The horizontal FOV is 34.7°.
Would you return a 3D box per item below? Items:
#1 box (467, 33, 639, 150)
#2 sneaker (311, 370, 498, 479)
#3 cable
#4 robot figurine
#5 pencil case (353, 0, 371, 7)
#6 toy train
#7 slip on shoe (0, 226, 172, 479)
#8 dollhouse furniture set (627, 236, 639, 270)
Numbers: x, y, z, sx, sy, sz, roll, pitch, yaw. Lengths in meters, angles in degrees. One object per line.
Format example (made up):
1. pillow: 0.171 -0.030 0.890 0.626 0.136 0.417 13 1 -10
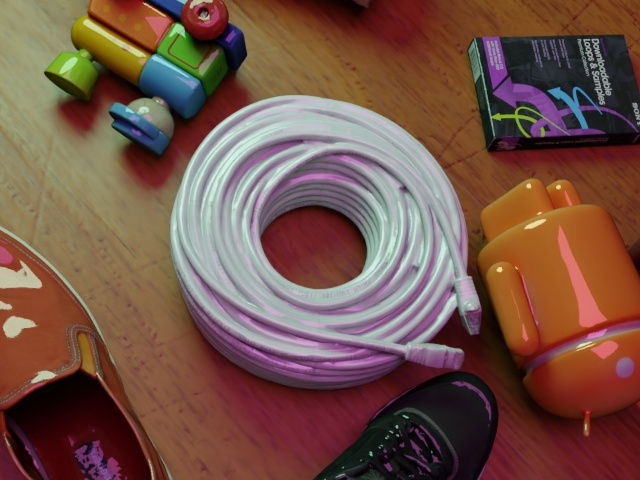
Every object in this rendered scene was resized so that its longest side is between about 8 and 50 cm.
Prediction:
1. box: 0.235 -0.148 1.013 0.162 0.029 0.116 -3 68 -11
2. sneaker: 0.046 0.200 0.788 0.283 0.124 0.107 -39 78 -21
3. cable: 0.000 0.000 0.886 0.257 0.089 0.257 1 67 -7
4. robot figurine: 0.214 0.056 0.872 0.128 0.158 0.219 -21 70 8
5. pencil case: -0.053 -0.333 0.998 0.284 0.124 0.124 24 66 1
6. toy train: -0.205 -0.193 0.938 0.248 0.105 0.143 32 80 5
7. slip on shoe: -0.219 0.108 0.802 0.123 0.101 0.331 -31 74 -17
8. dollhouse furniture set: 0.390 0.025 0.779 0.152 0.374 0.201 -19 73 -11
